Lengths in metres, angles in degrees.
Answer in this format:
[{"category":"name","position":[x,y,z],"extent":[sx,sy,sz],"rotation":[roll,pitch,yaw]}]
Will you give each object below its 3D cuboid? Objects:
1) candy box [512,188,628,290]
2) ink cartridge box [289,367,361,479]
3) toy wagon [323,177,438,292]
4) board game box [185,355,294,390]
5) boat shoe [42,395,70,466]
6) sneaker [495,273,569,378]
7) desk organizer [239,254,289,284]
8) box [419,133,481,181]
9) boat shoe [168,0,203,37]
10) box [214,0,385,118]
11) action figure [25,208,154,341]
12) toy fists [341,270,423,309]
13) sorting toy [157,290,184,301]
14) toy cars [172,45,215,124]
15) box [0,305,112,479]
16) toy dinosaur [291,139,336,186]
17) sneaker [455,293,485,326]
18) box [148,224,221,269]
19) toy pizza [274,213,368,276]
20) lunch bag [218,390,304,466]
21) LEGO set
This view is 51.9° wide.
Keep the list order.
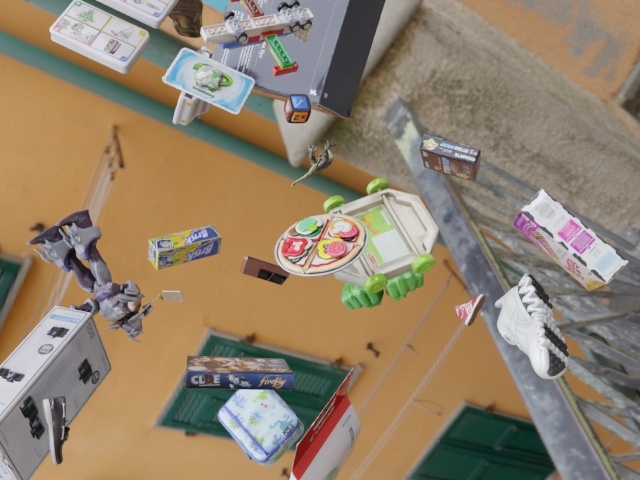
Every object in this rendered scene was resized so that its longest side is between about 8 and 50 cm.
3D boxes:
[{"category":"candy box","position":[0.542,0.003,1.450],"extent":[0.233,0.159,0.071],"rotation":[43,89,14]},{"category":"ink cartridge box","position":[0.013,0.342,1.074],"extent":[0.181,0.056,0.224],"rotation":[-46,-22,-44]},{"category":"toy wagon","position":[0.098,0.001,1.558],"extent":[0.345,0.068,0.267],"rotation":[-22,57,-6]},{"category":"board game box","position":[-0.195,0.312,1.556],"extent":[0.165,0.244,0.042],"rotation":[-171,85,-78]},{"category":"boat shoe","position":[-0.453,0.329,1.137],"extent":[0.046,0.038,0.125],"rotation":[11,108,57]},{"category":"sneaker","position":[0.450,0.199,1.418],"extent":[0.118,0.110,0.292],"rotation":[-35,22,24]},{"category":"desk organizer","position":[-0.151,0.083,1.796],"extent":[0.047,0.130,0.050],"rotation":[-172,100,-73]},{"category":"box","position":[0.401,-0.251,2.024],"extent":[0.220,0.175,0.051],"rotation":[36,-106,-75]},{"category":"boat shoe","position":[-0.236,-0.420,1.143],"extent":[0.190,0.068,0.072],"rotation":[165,112,-79]},{"category":"box","position":[-0.049,-0.496,1.544],"extent":[0.313,0.179,0.343],"rotation":[21,98,25]},{"category":"action figure","position":[-0.440,0.087,1.299],"extent":[0.185,0.285,0.099],"rotation":[-27,12,29]},{"category":"toy fists","position":[0.199,0.148,2.120],"extent":[0.279,0.096,0.142],"rotation":[-17,14,10]},{"category":"sorting toy","position":[-0.461,0.168,2.002],"extent":[0.062,0.083,0.012],"rotation":[89,-177,-52]},{"category":"toy cars","position":[-0.268,-0.355,1.540],"extent":[0.393,0.087,0.176],"rotation":[-116,48,-74]},{"category":"box","position":[-0.519,0.280,1.214],"extent":[0.290,0.087,0.169],"rotation":[-63,-24,-47]},{"category":"toy dinosaur","position":[-0.007,-0.271,2.205],"extent":[0.268,0.064,0.118],"rotation":[-40,-29,-50]},{"category":"sneaker","position":[0.460,0.201,2.032],"extent":[0.067,0.042,0.118],"rotation":[44,124,37]},{"category":"box","position":[-0.326,0.016,1.585],"extent":[0.054,0.169,0.059],"rotation":[44,136,36]},{"category":"toy pizza","position":[0.000,0.000,1.373],"extent":[0.202,0.032,0.201],"rotation":[-10,38,8]},{"category":"lunch bag","position":[-0.170,0.511,1.850],"extent":[0.176,0.090,0.219],"rotation":[-43,58,-10]},{"category":"LEGO set","position":[-0.111,-0.200,0.662],"extent":[0.060,0.244,0.182],"rotation":[121,172,-58]}]
